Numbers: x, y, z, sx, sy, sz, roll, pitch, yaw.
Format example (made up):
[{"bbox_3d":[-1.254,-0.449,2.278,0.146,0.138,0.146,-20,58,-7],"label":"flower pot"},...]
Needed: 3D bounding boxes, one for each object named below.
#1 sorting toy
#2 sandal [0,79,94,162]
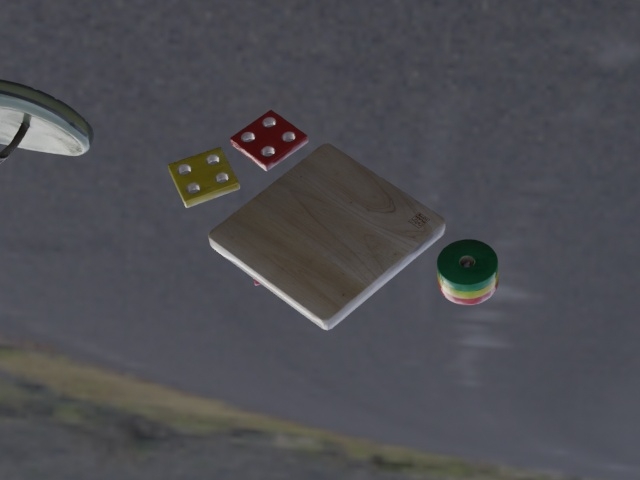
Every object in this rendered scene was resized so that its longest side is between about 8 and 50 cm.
[{"bbox_3d":[0.000,0.000,1.276,0.274,0.132,0.046,35,151,31],"label":"sorting toy"},{"bbox_3d":[-0.353,-0.090,1.451,0.303,0.086,0.120,2,166,-10],"label":"sandal"}]
